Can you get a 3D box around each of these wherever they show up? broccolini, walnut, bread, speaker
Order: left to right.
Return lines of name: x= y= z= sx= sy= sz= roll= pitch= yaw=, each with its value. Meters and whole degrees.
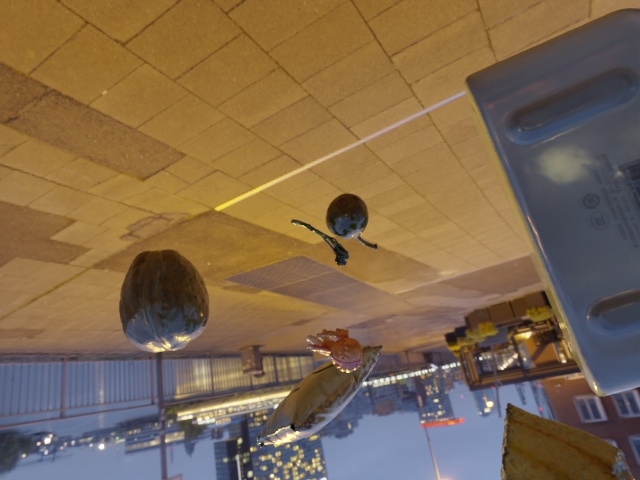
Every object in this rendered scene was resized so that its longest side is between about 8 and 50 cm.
walnut: x=-0.423 y=0.164 z=1.114 sx=0.227 sy=0.283 sz=0.283 roll=-15 pitch=160 yaw=-1
broccolini: x=0.002 y=-0.004 z=1.086 sx=0.194 sy=0.052 sz=0.054 roll=36 pitch=127 yaw=-11
bread: x=0.452 y=0.504 z=0.718 sx=0.263 sy=0.240 sz=0.395 roll=0 pitch=-152 yaw=28
speaker: x=0.337 y=-0.045 z=0.490 sx=0.184 sy=0.407 sz=0.183 roll=-23 pitch=174 yaw=22

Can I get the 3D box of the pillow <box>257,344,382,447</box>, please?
pillow: x=-0.005 y=0.408 z=1.061 sx=0.312 sy=0.119 sz=0.310 roll=-32 pitch=164 yaw=-37

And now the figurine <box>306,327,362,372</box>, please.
figurine: x=0.015 y=0.137 z=0.538 sx=0.064 sy=0.047 sz=0.109 roll=-5 pitch=-175 yaw=-28

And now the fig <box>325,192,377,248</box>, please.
fig: x=0.100 y=-0.038 z=1.155 sx=0.124 sy=0.124 sz=0.236 roll=-19 pitch=144 yaw=20
